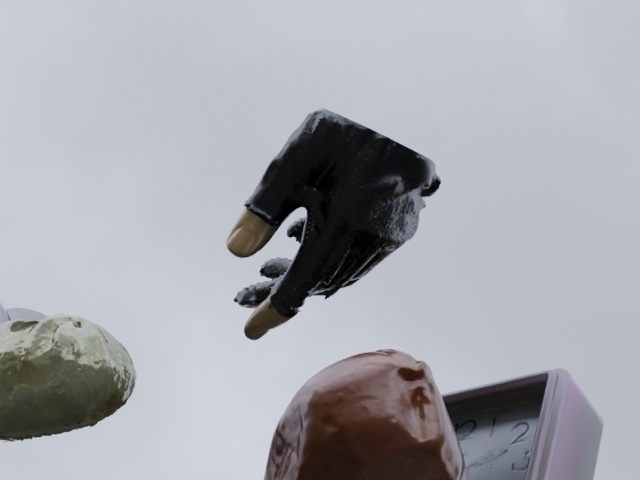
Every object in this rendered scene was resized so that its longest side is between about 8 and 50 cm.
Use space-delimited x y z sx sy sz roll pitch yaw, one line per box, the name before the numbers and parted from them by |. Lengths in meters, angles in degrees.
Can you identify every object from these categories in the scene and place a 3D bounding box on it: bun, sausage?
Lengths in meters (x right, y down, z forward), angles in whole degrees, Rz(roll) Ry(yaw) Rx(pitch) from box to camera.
bun | -0.131 0.061 0.878 0.086 0.086 0.055 -12 -80 16
sausage | 0.019 0.192 1.167 0.133 0.133 0.258 6 -74 0

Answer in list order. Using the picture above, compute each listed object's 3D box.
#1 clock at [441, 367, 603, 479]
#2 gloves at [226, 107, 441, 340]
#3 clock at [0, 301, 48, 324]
clock | 0.102 0.183 1.378 0.197 0.150 0.063 -16 -55 31
gloves | 0.003 0.001 1.388 0.106 0.129 0.181 25 -88 19
clock | -0.377 0.098 1.632 0.248 0.227 0.090 23 -58 34
